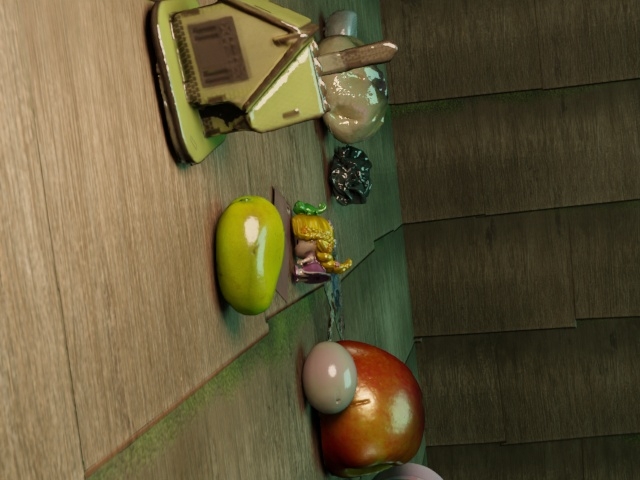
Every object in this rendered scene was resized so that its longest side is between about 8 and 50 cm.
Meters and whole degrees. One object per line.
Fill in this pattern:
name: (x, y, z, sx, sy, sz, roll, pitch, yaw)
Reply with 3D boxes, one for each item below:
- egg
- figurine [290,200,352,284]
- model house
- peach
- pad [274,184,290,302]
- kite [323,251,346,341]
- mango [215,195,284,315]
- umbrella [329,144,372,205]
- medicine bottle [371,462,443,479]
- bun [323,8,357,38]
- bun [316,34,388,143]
egg: (0.017, 0.254, 1.558, 0.103, 0.103, 0.135, 57, 28, -66)
figurine: (0.000, 0.000, 1.578, 0.095, 0.114, 0.156, 123, -36, -62)
model house: (-0.046, -0.226, 1.054, 0.218, 0.278, 0.205, -68, 149, -69)
peach: (0.090, 0.332, 1.707, 0.248, 0.245, 0.275, 128, -48, -62)
pad: (-0.071, 0.006, 1.491, 0.113, 0.006, 0.188, 60, 28, -66)
kite: (0.032, 0.145, 1.918, 0.335, 0.011, 0.314, 73, 16, -44)
mango: (-0.096, 0.017, 1.149, 0.117, 0.089, 0.163, 60, 27, -63)
umbrella: (0.084, -0.172, 2.125, 0.349, 0.094, 0.143, -39, 127, -79)
medicine bottle: (0.176, 0.632, 1.781, 0.325, 0.256, 0.256, -39, 123, -75)
bun: (0.048, -0.524, 2.149, 0.141, 0.083, 0.141, 5, 90, -79)
bun: (0.072, -0.363, 1.983, 0.273, 0.168, 0.273, -13, 90, -80)
